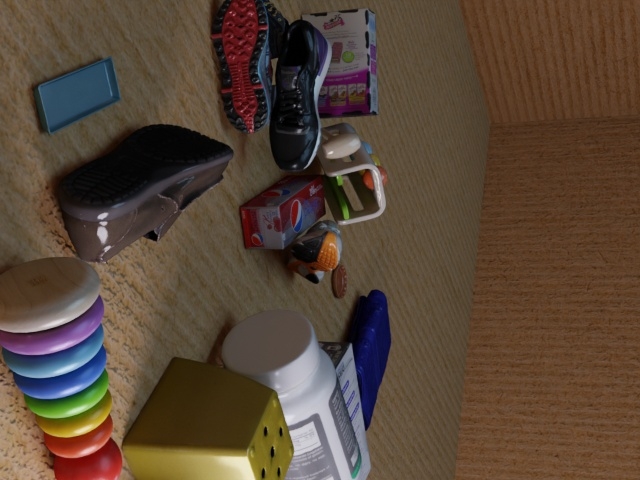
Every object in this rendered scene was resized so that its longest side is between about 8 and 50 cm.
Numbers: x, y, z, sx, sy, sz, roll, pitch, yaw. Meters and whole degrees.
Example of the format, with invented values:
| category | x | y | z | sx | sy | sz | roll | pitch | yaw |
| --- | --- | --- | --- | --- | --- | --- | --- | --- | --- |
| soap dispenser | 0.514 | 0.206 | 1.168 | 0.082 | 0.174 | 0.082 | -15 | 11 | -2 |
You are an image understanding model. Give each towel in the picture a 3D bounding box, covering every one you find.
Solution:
| category | x | y | z | sx | sy | sz | roll | pitch | yaw |
| --- | --- | --- | --- | --- | --- | --- | --- | --- | --- |
| towel | 0.111 | 0.299 | 2.487 | 0.308 | 0.076 | 0.228 | -67 | 156 | -49 |

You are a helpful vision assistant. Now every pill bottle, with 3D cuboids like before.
| category | x | y | z | sx | sy | sz | roll | pitch | yaw |
| --- | --- | --- | --- | --- | --- | --- | --- | --- | --- |
| pill bottle | -0.053 | 0.317 | 1.830 | 0.204 | 0.204 | 0.361 | -67 | 149 | -48 |

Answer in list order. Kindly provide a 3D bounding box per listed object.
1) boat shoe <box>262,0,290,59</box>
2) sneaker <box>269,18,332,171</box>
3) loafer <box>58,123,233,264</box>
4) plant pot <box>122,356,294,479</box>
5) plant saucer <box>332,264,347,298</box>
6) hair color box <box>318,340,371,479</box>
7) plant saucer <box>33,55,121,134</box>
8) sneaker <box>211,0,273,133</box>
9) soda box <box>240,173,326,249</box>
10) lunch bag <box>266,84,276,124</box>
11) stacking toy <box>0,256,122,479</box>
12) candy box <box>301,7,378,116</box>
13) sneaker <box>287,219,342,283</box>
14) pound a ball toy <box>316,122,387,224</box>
| category | x | y | z | sx | sy | sz | roll | pitch | yaw |
| --- | --- | --- | --- | --- | --- | --- | --- | --- | --- |
| boat shoe | -0.101 | -0.442 | 1.916 | 0.065 | 0.083 | 0.183 | -9 | 97 | -70 |
| sneaker | -0.056 | -0.274 | 1.839 | 0.124 | 0.107 | 0.283 | 32 | 63 | -71 |
| loafer | -0.260 | -0.072 | 1.442 | 0.366 | 0.134 | 0.130 | -35 | 145 | -55 |
| plant pot | -0.161 | 0.332 | 1.560 | 0.212 | 0.187 | 0.212 | -63 | 146 | -51 |
| plant saucer | 0.046 | 0.100 | 2.392 | 0.083 | 0.013 | 0.083 | -1 | 90 | -69 |
| hair color box | 0.019 | 0.414 | 2.165 | 0.185 | 0.110 | 0.339 | -50 | 137 | -59 |
| plant saucer | -0.336 | -0.204 | 1.357 | 0.192 | 0.018 | 0.067 | -48 | 133 | -61 |
| sneaker | -0.141 | -0.335 | 1.823 | 0.125 | 0.104 | 0.262 | -68 | 159 | -76 |
| soda box | -0.070 | -0.062 | 1.980 | 0.263 | 0.083 | 0.092 | -42 | 129 | -65 |
| lunch bag | -0.088 | -0.271 | 1.943 | 0.053 | 0.083 | 0.071 | 49 | 44 | -61 |
| stacking toy | -0.317 | 0.192 | 1.236 | 0.141 | 0.141 | 0.330 | -59 | 146 | -56 |
| candy box | 0.044 | -0.395 | 2.205 | 0.071 | 0.159 | 0.233 | -8 | 97 | -71 |
| sneaker | 0.000 | 0.000 | 2.010 | 0.121 | 0.099 | 0.262 | -62 | -175 | -17 |
| pound a ball toy | 0.062 | -0.180 | 2.106 | 0.319 | 0.135 | 0.208 | -112 | -171 | -64 |
